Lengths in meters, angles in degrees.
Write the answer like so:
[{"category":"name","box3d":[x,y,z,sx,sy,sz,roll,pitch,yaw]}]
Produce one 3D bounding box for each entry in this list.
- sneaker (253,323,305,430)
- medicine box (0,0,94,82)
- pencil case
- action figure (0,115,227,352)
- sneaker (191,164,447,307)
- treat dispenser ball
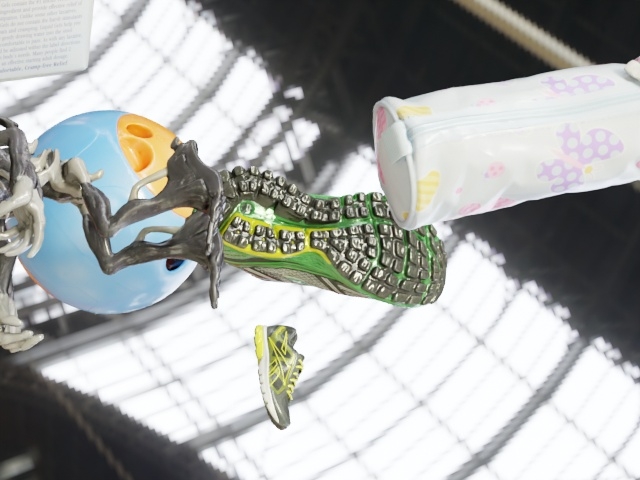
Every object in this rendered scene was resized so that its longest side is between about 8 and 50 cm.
[{"category":"sneaker","box3d":[-0.027,0.096,1.178,0.031,0.035,0.083,79,0,-64]},{"category":"medicine box","box3d":[-0.346,-0.350,1.673,0.263,0.149,0.289,46,-42,42]},{"category":"pencil case","box3d":[0.179,-0.086,1.357,0.124,0.273,0.113,149,-71,-80]},{"category":"action figure","box3d":[-0.208,-0.011,1.177,0.164,0.276,0.141,96,-3,-57]},{"category":"sneaker","box3d":[0.000,0.000,2.052,0.146,0.343,0.134,142,-36,-67]},{"category":"treat dispenser ball","box3d":[-0.298,-0.041,2.302,0.288,0.288,0.288,36,-45,46]}]
